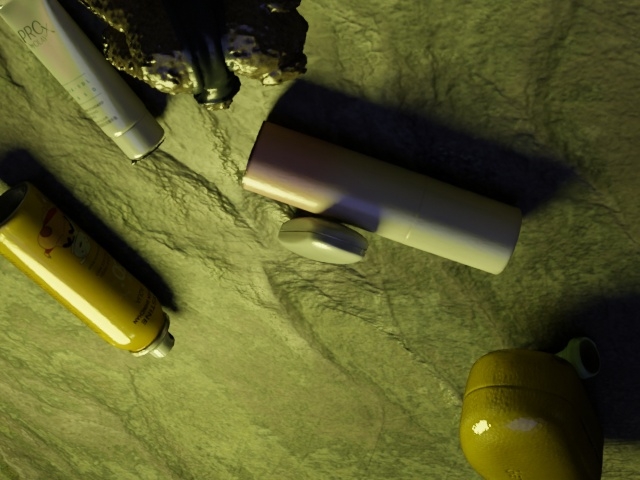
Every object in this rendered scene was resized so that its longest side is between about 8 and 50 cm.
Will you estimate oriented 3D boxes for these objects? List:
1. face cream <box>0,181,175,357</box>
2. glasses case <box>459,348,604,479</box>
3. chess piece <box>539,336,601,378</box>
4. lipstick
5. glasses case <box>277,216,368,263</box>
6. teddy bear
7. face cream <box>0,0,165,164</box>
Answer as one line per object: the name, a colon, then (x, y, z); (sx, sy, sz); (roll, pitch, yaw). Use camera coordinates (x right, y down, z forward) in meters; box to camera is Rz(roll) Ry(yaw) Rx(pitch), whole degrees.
face cream: (-0.345, 0.064, 1.316); (0.105, 0.105, 0.348); (-16, 130, 33)
glasses case: (0.302, 0.286, 1.277); (0.173, 0.141, 0.371); (2, 151, 27)
chess piece: (0.322, 0.179, 1.269); (0.149, 0.059, 0.059); (-20, 128, 41)
lipstick: (0.073, -0.051, 1.057); (0.327, 0.087, 0.087); (19, 140, -3)
glasses case: (0.000, 0.000, 1.108); (0.076, 0.049, 0.197); (20, 175, -16)
teddy bear: (-0.140, -0.210, 0.911); (0.251, 0.129, 0.182); (5, 141, 14)
face cream: (-0.277, -0.198, 1.033); (0.092, 0.058, 0.243); (-16, 125, 39)
